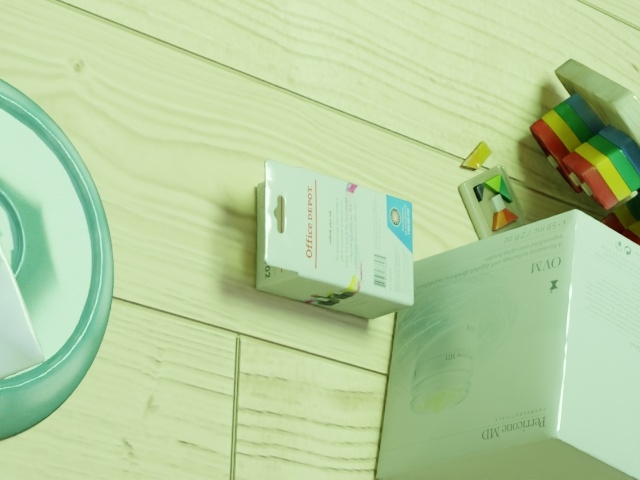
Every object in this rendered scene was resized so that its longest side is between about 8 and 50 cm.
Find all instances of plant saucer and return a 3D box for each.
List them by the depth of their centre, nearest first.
[{"bbox_3d":[-0.282,0.000,1.523,0.318,0.044,0.317,15,67,-39],"label":"plant saucer"}]

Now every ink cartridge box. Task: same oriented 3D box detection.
[{"bbox_3d":[0.000,0.000,1.773,0.181,0.062,0.104,17,65,-39],"label":"ink cartridge box"}]

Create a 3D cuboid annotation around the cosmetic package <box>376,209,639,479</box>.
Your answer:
[{"bbox_3d":[0.184,0.119,1.791,0.138,0.224,0.224,27,59,-35],"label":"cosmetic package"}]

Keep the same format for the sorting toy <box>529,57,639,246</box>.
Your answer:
[{"bbox_3d":[0.319,-0.043,1.989,0.257,0.089,0.255,53,3,-14],"label":"sorting toy"}]

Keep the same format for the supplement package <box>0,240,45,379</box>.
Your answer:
[{"bbox_3d":[-0.359,0.043,1.327,0.262,0.145,0.204,-21,91,-31],"label":"supplement package"}]

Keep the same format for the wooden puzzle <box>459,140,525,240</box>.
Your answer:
[{"bbox_3d":[0.176,-0.038,1.987,0.078,0.014,0.116,-35,101,-44],"label":"wooden puzzle"}]
